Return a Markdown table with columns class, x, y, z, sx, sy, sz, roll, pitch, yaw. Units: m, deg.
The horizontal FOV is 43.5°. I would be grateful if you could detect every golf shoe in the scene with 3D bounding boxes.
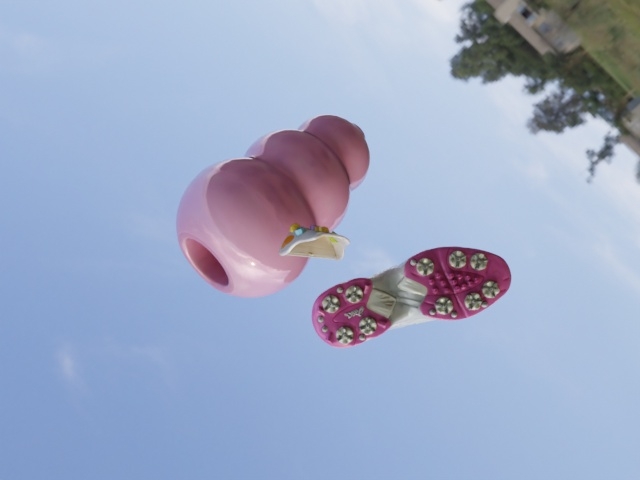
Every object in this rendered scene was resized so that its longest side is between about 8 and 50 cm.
| class | x | y | z | sx | sy | sz | roll | pitch | yaw |
| --- | --- | --- | --- | --- | --- | --- | --- | --- | --- |
| golf shoe | 0.135 | 0.079 | 1.232 | 0.140 | 0.306 | 0.115 | 78 | 179 | -89 |

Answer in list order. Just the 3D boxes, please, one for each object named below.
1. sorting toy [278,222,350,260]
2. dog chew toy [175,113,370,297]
| class | x | y | z | sx | sy | sz | roll | pitch | yaw |
| --- | --- | --- | --- | --- | --- | --- | --- | --- | --- |
| sorting toy | 0.000 | 0.000 | 1.017 | 0.083 | 0.075 | 0.044 | 6 | -95 | -24 |
| dog chew toy | -0.052 | -0.068 | 1.185 | 0.206 | 0.206 | 0.332 | 46 | -118 | 2 |
